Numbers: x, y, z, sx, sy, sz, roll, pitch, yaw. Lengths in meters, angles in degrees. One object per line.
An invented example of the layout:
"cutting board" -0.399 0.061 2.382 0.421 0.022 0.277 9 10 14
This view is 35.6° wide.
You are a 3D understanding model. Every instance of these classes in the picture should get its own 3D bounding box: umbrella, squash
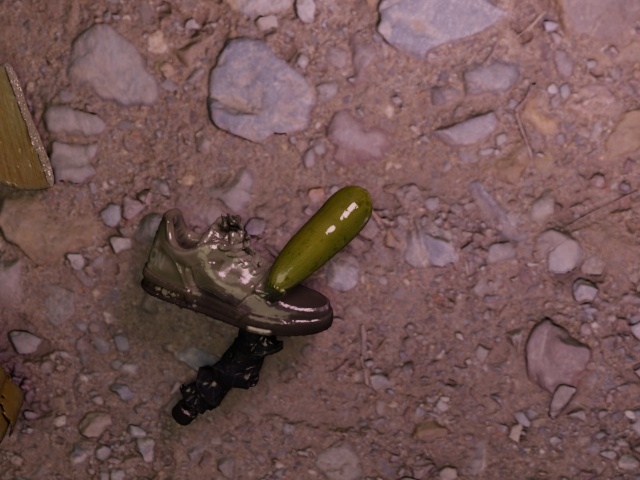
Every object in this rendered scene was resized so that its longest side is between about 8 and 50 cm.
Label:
"umbrella" -0.141 0.206 1.516 0.071 0.080 0.224 30 114 -37
"squash" 0.000 0.000 1.405 0.066 0.066 0.201 45 74 -5

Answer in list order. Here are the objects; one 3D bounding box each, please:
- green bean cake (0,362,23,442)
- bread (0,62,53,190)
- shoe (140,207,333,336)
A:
"green bean cake" -0.642 0.226 1.523 0.309 0.202 0.285 -23 115 9
"bread" -0.474 -0.159 1.483 0.112 0.036 0.193 -13 106 16
"shoe" -0.116 0.036 1.440 0.292 0.109 0.149 13 111 9
